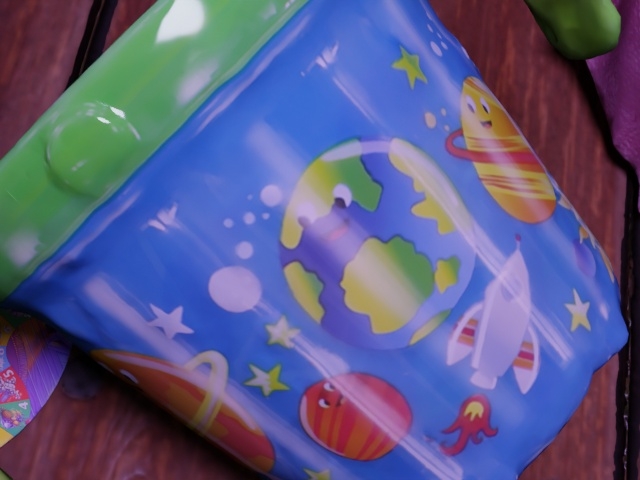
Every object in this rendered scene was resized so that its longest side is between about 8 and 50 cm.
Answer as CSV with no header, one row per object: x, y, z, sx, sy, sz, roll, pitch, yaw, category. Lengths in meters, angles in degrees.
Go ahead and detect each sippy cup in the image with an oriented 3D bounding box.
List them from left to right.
0.000,0.000,0.490,0.224,0.305,0.240,45,21,-10,sippy cup

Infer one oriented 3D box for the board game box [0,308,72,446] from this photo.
-0.193,0.025,0.507,0.169,0.033,0.133,28,59,-5,board game box

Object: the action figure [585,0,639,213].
0.260,-0.128,0.550,0.248,0.370,0.275,12,66,-12,action figure
